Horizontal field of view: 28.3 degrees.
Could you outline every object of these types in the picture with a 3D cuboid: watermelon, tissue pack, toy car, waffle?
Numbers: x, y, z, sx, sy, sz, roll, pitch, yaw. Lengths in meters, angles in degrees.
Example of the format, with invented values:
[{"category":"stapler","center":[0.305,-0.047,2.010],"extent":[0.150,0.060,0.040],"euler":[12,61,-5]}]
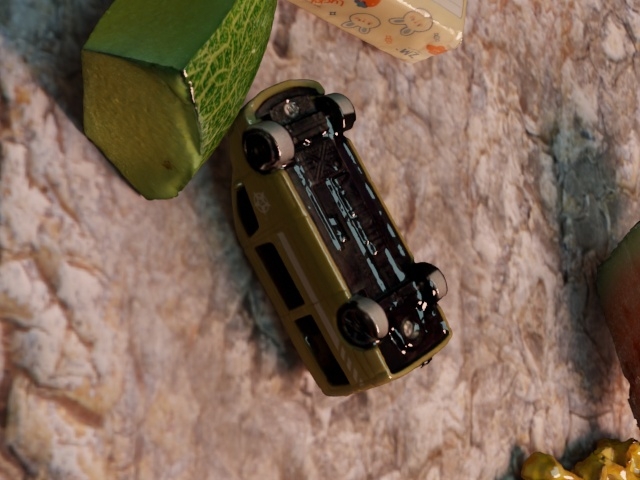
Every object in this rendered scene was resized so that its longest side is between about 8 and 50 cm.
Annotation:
[{"category":"watermelon","center":[0.382,0.106,1.296],"extent":[0.140,0.193,0.256],"euler":[3,70,-8]},{"category":"tissue pack","center":[0.046,-0.268,1.170],"extent":[0.196,0.092,0.148],"euler":[21,67,-36]},{"category":"toy car","center":[0.000,0.000,1.051],"extent":[0.101,0.124,0.256],"euler":[-29,91,-42]},{"category":"waffle","center":[0.291,0.297,1.292],"extent":[0.253,0.056,0.249],"euler":[-42,110,-37]}]

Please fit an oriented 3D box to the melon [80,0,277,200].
[{"category":"melon","center":[-0.089,-0.205,0.999],"extent":[0.124,0.196,0.323],"euler":[21,60,-7]}]
